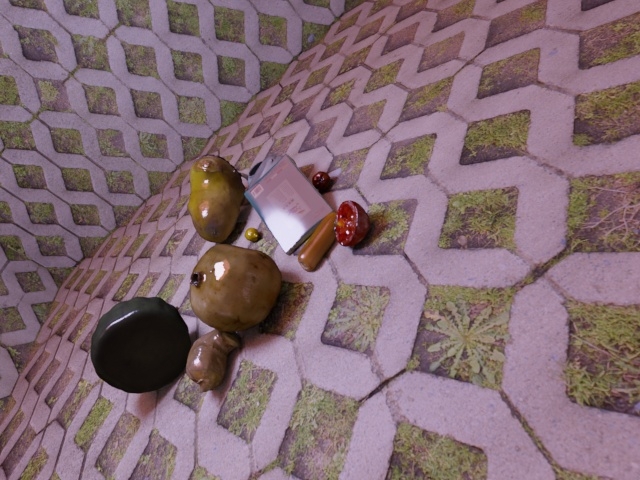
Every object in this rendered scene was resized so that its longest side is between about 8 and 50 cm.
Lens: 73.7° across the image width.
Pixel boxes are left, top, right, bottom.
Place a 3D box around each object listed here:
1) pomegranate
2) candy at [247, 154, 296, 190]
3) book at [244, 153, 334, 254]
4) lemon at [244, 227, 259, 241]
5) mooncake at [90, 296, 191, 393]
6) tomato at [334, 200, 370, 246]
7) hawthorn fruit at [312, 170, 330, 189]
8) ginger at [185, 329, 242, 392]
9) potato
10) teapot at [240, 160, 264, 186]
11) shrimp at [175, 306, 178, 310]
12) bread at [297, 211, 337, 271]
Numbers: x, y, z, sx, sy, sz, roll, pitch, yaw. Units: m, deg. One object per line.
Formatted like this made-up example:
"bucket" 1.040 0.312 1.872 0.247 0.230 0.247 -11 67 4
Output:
"pomegranate" -0.309 0.156 1.521 0.332 0.332 0.332 -30 36 24
"candy" -0.210 -0.258 1.976 0.295 0.185 0.295 -38 38 38
"book" -0.138 -0.156 1.763 0.264 0.031 0.379 -41 61 9
"lemon" -0.312 -0.026 1.947 0.092 0.065 0.065 16 67 53
"mooncake" -0.693 0.398 1.654 0.356 0.356 0.194 -51 27 -8
"tomato" 0.117 -0.053 1.467 0.139 0.091 0.159 -1 80 60
"hawthorn fruit" 0.004 -0.258 1.838 0.081 0.081 0.093 -41 3 8
"ginger" -0.382 0.405 1.490 0.152 0.138 0.267 -13 40 33
"potato" -0.513 -0.188 2.104 0.296 0.290 0.397 -109 26 -62
"teapot" -0.293 -0.331 2.198 0.294 0.129 0.193 -6 50 46
"shrimp" -0.683 0.370 1.955 0.095 0.045 0.162 -12 43 41
"bread" 0.000 0.000 1.554 0.092 0.074 0.239 21 71 50
